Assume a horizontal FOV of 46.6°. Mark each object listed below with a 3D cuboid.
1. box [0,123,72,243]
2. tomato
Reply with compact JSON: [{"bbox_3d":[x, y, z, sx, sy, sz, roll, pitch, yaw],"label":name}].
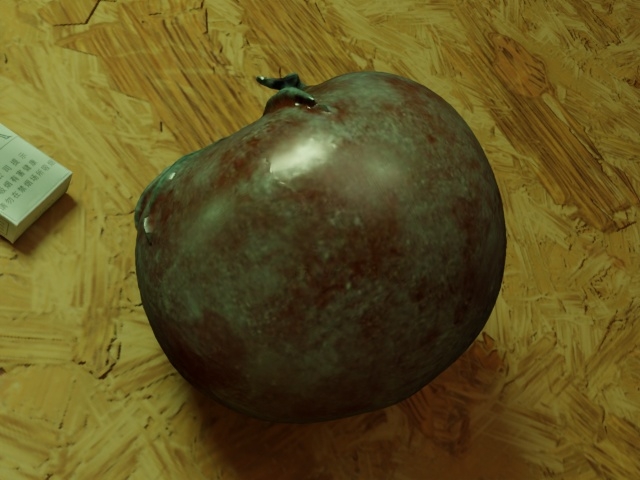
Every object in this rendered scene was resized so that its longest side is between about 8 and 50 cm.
[{"bbox_3d":[-0.320,-0.074,0.686,0.154,0.040,0.084,35,50,-5],"label":"box"},{"bbox_3d":[0.000,0.000,0.634,0.317,0.317,0.282,-35,98,-40],"label":"tomato"}]
